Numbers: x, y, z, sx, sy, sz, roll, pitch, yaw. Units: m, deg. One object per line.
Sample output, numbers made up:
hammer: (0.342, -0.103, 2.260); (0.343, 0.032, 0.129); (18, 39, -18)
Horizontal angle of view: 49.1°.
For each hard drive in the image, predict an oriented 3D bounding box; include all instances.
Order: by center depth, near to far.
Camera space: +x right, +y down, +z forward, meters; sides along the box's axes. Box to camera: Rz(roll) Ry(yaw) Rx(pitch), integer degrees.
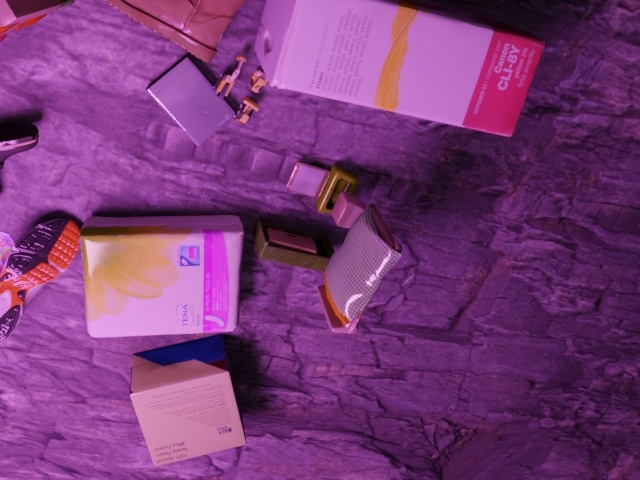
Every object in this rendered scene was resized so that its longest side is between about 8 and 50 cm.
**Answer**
hard drive: (-0.225, -0.245, 1.235); (0.094, 0.022, 0.135); (-37, 119, 8)

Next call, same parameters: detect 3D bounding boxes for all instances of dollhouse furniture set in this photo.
dollhouse furniture set: (0.000, 0.000, 1.254); (0.151, 0.301, 0.197); (15, 116, -22)

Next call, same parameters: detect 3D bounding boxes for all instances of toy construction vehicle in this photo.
toy construction vehicle: (-0.136, -0.262, 1.223); (0.086, 0.035, 0.098); (33, 92, -29)

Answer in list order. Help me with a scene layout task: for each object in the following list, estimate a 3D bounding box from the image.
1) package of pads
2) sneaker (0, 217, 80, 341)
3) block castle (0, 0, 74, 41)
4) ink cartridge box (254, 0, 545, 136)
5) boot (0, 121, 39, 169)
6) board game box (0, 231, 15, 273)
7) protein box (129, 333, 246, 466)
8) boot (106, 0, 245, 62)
package of pads: (-0.300, 0.071, 1.344); (0.297, 0.101, 0.229); (0, 117, -13)
sneaker: (-0.548, 0.063, 1.297); (0.099, 0.121, 0.262); (42, 80, -18)
block castle: (-0.393, -0.454, 0.892); (0.453, 0.213, 0.303); (-20, 110, 23)
ink cartridge box: (0.109, -0.313, 1.122); (0.385, 0.279, 0.160); (8, 115, -16)
boot: (-0.559, -0.120, 1.209); (0.198, 0.077, 0.137); (-9, 125, 8)
board game box: (-0.649, 0.034, 1.288); (0.169, 0.033, 0.133); (19, 112, -21)
protein box: (-0.275, 0.334, 1.472); (0.200, 0.136, 0.201); (-12, 119, -6)
boot: (-0.199, -0.452, 1.100); (0.236, 0.089, 0.269); (26, 107, -26)
